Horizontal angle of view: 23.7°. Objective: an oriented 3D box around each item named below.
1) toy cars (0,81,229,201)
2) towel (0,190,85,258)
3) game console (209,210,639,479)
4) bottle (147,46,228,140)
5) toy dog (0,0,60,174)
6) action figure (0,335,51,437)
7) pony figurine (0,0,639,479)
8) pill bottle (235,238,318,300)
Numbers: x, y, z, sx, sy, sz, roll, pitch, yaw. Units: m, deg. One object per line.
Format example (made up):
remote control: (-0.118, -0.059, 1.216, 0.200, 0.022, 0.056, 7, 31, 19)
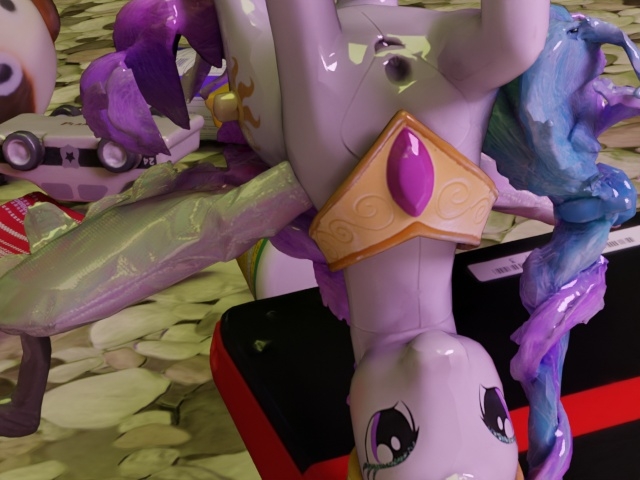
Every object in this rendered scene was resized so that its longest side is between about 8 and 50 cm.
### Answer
toy cars: (-0.101, -0.086, 1.371, 0.393, 0.087, 0.176, -12, 20, -18)
towel: (-0.306, 0.020, 1.235, 0.274, 0.031, 0.199, -18, 22, -29)
game console: (0.174, 0.092, 0.692, 0.386, 0.060, 0.342, -12, 31, -16)
bottle: (-0.068, -0.148, 1.542, 0.282, 0.092, 0.118, 4, 21, 31)
toy dog: (-0.473, -0.180, 1.553, 0.407, 0.395, 0.285, 4, 56, 18)
action figure: (-0.273, 0.182, 0.638, 0.330, 0.179, 0.341, -13, 46, 2)
pony figurine: (-0.001, -0.052, 0.612, 0.302, 0.364, 0.351, -12, 17, -11)
pill bottle: (0.000, 0.000, 1.039, 0.117, 0.118, 0.208, -10, 18, -8)
